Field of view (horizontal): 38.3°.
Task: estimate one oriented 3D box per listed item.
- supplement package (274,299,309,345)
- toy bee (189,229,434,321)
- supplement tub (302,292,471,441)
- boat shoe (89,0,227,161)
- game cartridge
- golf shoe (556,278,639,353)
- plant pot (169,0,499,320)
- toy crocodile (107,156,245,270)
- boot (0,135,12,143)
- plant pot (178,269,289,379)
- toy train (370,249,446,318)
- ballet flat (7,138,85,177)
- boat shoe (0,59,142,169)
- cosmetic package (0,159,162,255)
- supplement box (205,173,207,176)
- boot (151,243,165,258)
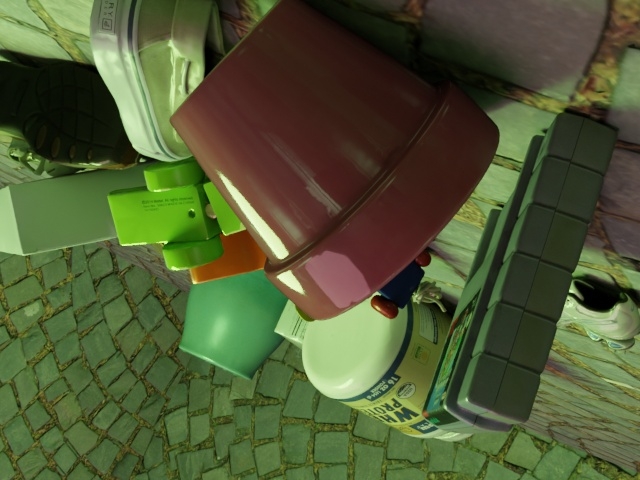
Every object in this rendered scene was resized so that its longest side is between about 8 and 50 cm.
[{"bbox_3d":[0.052,0.177,1.879,0.203,0.149,0.194,20,169,23],"label":"supplement package"},{"bbox_3d":[0.000,0.000,1.090,0.298,0.195,0.162,10,-170,17],"label":"toy bee"},{"bbox_3d":[0.150,0.214,1.624,0.316,0.228,0.228,31,168,-34],"label":"supplement tub"},{"bbox_3d":[-0.123,-0.135,0.826,0.094,0.109,0.302,13,171,5],"label":"boat shoe"},{"bbox_3d":[0.154,0.054,0.798,0.068,0.230,0.355,24,169,7],"label":"game cartridge"},{"bbox_3d":[0.288,0.065,1.072,0.176,0.069,0.086,14,146,34],"label":"golf shoe"},{"bbox_3d":[-0.002,-0.073,0.679,0.180,0.201,0.201,43,166,-10],"label":"plant pot"},{"bbox_3d":[-0.086,-0.045,0.981,0.340,0.115,0.105,-10,-167,30],"label":"toy crocodile"},{"bbox_3d":[-0.607,-0.221,1.696,0.118,0.042,0.087,12,158,23],"label":"boot"},{"bbox_3d":[-0.183,0.165,2.068,0.271,0.255,0.271,23,169,5],"label":"plant pot"},{"bbox_3d":[0.075,0.035,1.281,0.143,0.105,0.248,30,175,34],"label":"toy train"},{"bbox_3d":[-0.408,-0.127,1.412,0.213,0.068,0.072,15,166,41],"label":"ballet flat"},{"bbox_3d":[-0.323,-0.158,1.185,0.324,0.122,0.120,23,179,38],"label":"boat shoe"},{"bbox_3d":[-0.313,-0.052,1.312,0.284,0.097,0.377,-14,-174,-24],"label":"cosmetic package"},{"bbox_3d":[-0.149,-0.096,1.141,0.083,0.083,0.056,27,170,-12],"label":"supplement box"},{"bbox_3d":[-0.302,-0.063,1.720,0.115,0.112,0.305,-13,149,21],"label":"boot"}]
